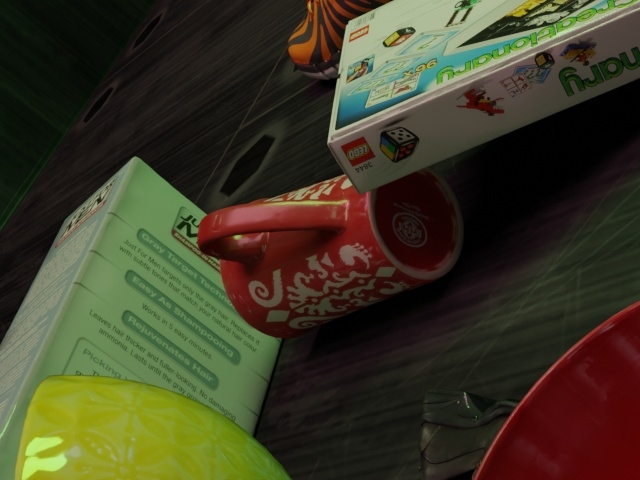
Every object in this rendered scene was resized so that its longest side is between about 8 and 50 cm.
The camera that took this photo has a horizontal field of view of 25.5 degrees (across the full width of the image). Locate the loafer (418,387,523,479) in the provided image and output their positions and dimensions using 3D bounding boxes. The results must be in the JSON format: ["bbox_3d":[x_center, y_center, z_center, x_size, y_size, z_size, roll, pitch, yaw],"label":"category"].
[{"bbox_3d":[0.106,0.115,0.739,0.170,0.062,0.061,-9,67,67],"label":"loafer"}]

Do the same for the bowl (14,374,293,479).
[{"bbox_3d":[-0.050,0.204,0.706,0.156,0.290,0.289,-5,25,-1],"label":"bowl"}]

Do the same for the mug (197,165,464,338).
[{"bbox_3d":[0.005,0.009,1.045,0.150,0.113,0.169,-20,1,-41],"label":"mug"}]

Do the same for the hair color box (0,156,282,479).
[{"bbox_3d":[-0.154,0.126,1.088,0.113,0.185,0.374,-37,23,36],"label":"hair color box"}]

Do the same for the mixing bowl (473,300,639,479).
[{"bbox_3d":[0.149,0.116,0.558,0.181,0.098,0.181,-44,19,20],"label":"mixing bowl"}]

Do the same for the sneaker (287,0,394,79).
[{"bbox_3d":[0.027,-0.285,1.449,0.321,0.180,0.125,-22,33,54],"label":"sneaker"}]

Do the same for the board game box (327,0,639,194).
[{"bbox_3d":[0.154,-0.154,0.976,0.305,0.053,0.193,-22,28,19],"label":"board game box"}]
